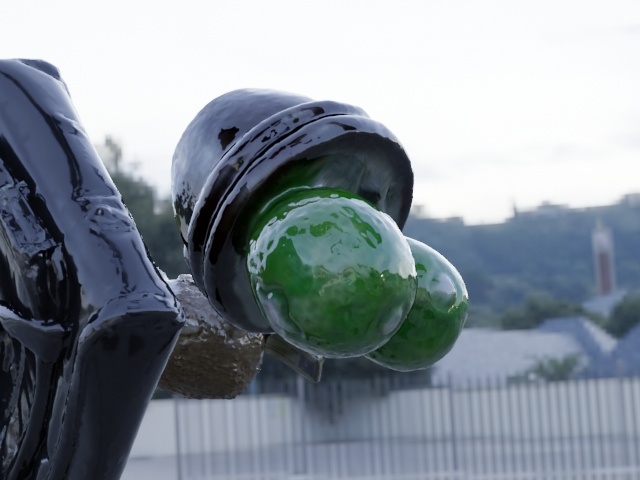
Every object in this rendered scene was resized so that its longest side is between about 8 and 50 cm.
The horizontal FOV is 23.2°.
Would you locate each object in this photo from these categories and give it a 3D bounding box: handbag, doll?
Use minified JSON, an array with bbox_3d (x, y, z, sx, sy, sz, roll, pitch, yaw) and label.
[{"bbox_3d":[-0.181,0.056,0.937,0.088,0.244,0.275,-6,-42,-34],"label":"handbag"},{"bbox_3d":[-0.105,0.077,1.315,0.221,0.115,0.105,11,23,-17],"label":"doll"}]

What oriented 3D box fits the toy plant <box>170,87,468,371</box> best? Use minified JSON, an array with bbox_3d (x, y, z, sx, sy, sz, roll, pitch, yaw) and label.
[{"bbox_3d":[0.000,0.000,1.057,0.235,0.175,0.218,44,9,34],"label":"toy plant"}]
